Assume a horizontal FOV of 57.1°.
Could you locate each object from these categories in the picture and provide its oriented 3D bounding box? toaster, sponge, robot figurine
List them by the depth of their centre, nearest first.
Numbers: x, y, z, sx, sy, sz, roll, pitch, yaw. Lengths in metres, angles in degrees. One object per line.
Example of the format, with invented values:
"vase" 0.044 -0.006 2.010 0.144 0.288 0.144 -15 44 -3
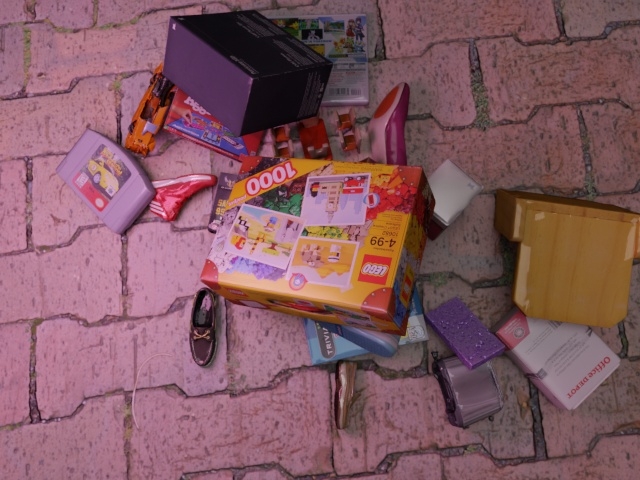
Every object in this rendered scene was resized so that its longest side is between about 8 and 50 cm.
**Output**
"toaster" 0.404 0.395 1.622 0.147 0.129 0.226 -15 76 -6
"sponge" 0.396 0.254 1.629 0.117 0.031 0.210 -24 47 -17
"robot figurine" -0.492 -0.401 1.751 0.085 0.211 0.291 26 80 -27

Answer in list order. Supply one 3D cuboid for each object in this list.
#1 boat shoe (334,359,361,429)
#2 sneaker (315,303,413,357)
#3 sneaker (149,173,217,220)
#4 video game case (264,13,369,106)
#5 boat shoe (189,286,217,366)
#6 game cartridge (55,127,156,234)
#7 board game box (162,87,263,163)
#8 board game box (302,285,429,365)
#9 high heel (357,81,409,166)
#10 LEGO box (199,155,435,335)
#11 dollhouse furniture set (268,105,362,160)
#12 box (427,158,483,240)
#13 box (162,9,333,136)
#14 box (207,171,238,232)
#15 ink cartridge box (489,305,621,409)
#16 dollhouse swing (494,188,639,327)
"boat shoe" 0.079 0.434 1.650 0.072 0.068 0.189 6 80 -11
"sneaker" 0.102 0.160 1.599 0.319 0.127 0.208 28 66 15
"sneaker" -0.407 -0.125 1.754 0.221 0.087 0.128 -8 88 11
"video game case" -0.015 -0.564 1.842 0.329 0.036 0.299 -1 80 1
"boat shoe" -0.339 0.247 1.682 0.081 0.068 0.227 0 80 1
"game cartridge" -0.632 -0.186 1.739 0.294 0.060 0.196 43 96 11
"board game box" -0.309 -0.339 1.743 0.281 0.027 0.145 21 79 -25
"board game box" 0.113 0.196 1.682 0.336 0.079 0.253 -12 80 -2
"high heel" 0.231 -0.289 1.778 0.181 0.127 0.377 30 75 -24
"LEGO box" 0.000 0.000 1.490 0.500 0.193 0.372 7 68 25
"dollhouse furniture set" -0.006 -0.252 1.760 0.262 0.135 0.259 -12 69 -2
"box" 0.338 -0.109 1.657 0.127 0.232 0.148 42 83 8
"box" -0.205 -0.477 1.634 0.343 0.179 0.313 41 42 23
"box" -0.202 -0.093 1.748 0.231 0.056 0.183 11 81 2
"ink cartridge box" 0.644 0.297 1.640 0.207 0.117 0.283 -41 81 -7
"dollhouse swing" 0.671 0.041 1.644 0.347 0.315 0.304 7 102 2
